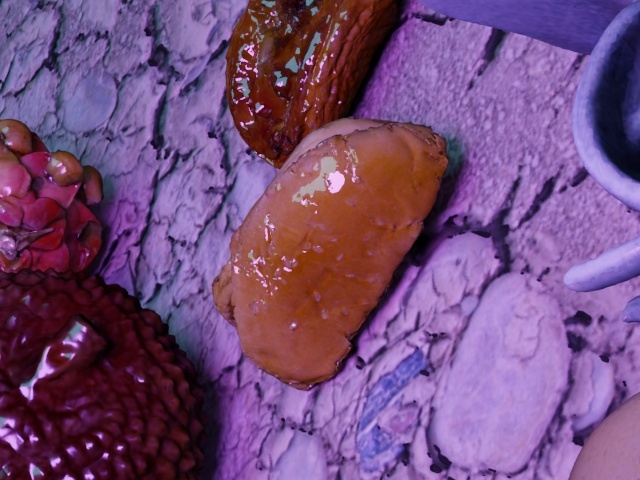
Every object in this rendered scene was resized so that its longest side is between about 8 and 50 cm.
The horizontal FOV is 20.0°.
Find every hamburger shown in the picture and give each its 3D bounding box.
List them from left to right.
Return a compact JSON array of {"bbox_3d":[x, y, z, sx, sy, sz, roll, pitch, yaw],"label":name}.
[{"bbox_3d":[0.000,0.000,1.525,0.262,0.131,0.124,-58,38,17],"label":"hamburger"}]

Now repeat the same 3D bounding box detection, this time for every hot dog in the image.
[{"bbox_3d":[-0.007,-0.174,1.657,0.160,0.099,0.227,14,84,53],"label":"hot dog"}]

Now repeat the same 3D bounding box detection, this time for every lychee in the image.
[{"bbox_3d":[-0.247,0.181,1.598,0.330,0.306,0.306,112,153,-46],"label":"lychee"}]

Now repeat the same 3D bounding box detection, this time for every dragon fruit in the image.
[{"bbox_3d":[-0.347,-0.010,1.853,0.291,0.250,0.269,-34,28,42],"label":"dragon fruit"}]

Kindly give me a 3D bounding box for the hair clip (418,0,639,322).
[{"bbox_3d":[0.279,-0.066,1.083,0.392,0.318,0.238,-18,58,41],"label":"hair clip"}]

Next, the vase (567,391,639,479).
[{"bbox_3d":[0.224,0.238,1.011,0.329,0.241,0.302,-15,62,9],"label":"vase"}]
